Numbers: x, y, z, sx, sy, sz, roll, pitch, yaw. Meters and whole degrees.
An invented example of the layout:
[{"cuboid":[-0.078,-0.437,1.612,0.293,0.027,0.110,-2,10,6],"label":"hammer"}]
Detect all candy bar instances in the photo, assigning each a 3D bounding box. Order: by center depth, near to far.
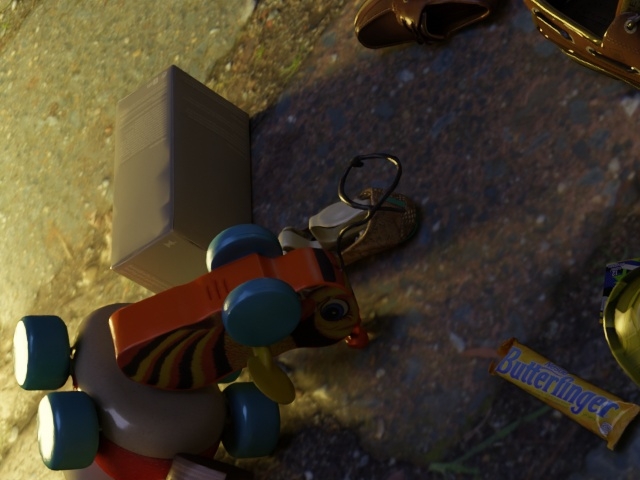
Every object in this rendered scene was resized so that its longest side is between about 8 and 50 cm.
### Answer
[{"cuboid":[0.194,0.121,1.221,0.161,0.018,0.040,30,88,52],"label":"candy bar"}]

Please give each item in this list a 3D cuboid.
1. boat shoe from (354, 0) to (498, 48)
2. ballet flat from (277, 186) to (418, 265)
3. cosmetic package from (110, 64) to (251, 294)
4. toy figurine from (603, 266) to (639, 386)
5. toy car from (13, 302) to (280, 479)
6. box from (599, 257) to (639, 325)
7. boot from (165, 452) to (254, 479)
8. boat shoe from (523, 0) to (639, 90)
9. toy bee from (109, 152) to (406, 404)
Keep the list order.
[{"cuboid":[0.104,-0.229,1.521,0.178,0.064,0.060,-18,51,37],"label":"boat shoe"},{"cuboid":[0.000,0.000,1.475,0.206,0.067,0.073,-31,45,31],"label":"ballet flat"},{"cuboid":[-0.148,-0.056,1.631,0.107,0.127,0.238,-28,45,32],"label":"cosmetic package"},{"cuboid":[0.337,0.082,0.794,0.362,0.217,0.191,38,87,13],"label":"toy figurine"},{"cuboid":[-0.187,0.205,1.480,0.210,0.219,0.238,-121,39,-46],"label":"toy car"},{"cuboid":[0.296,0.039,1.131,0.169,0.059,0.054,-13,55,43],"label":"box"},{"cuboid":[-0.047,0.322,1.280,0.283,0.109,0.220,14,89,27],"label":"boot"},{"cuboid":[0.280,-0.176,1.258,0.307,0.104,0.111,21,81,52],"label":"boat shoe"},{"cuboid":[-0.031,0.068,1.372,0.298,0.162,0.195,-15,46,25],"label":"toy bee"}]
